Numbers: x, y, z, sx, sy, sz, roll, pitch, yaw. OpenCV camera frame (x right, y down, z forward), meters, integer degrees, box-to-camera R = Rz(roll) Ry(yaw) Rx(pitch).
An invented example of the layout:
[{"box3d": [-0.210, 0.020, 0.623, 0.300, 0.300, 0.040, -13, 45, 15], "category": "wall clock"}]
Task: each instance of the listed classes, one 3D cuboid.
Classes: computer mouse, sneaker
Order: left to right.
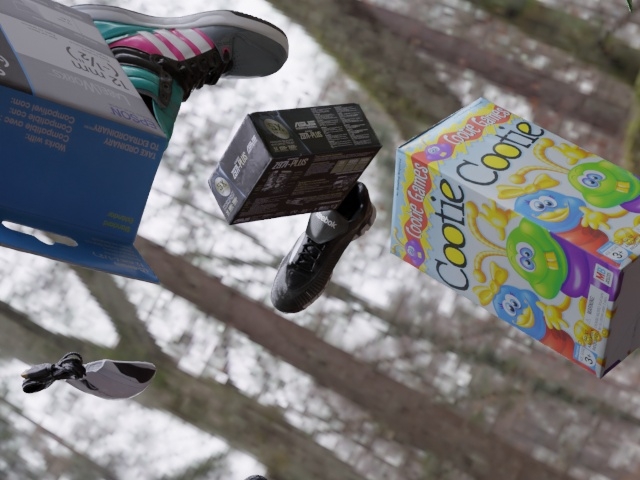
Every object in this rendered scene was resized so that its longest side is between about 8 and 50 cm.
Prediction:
[{"box3d": [-0.271, 0.172, 1.723, 0.193, 0.106, 0.042, 13, -118, -54], "category": "computer mouse"}, {"box3d": [-0.172, -0.184, 1.674, 0.296, 0.178, 0.124, 0, -32, -16], "category": "sneaker"}, {"box3d": [0.000, 0.000, 2.030, 0.234, 0.078, 0.106, -51, -19, -24], "category": "sneaker"}]

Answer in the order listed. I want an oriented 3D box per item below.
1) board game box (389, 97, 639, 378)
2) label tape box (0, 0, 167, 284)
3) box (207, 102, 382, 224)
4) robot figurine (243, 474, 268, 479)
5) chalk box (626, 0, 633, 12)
[{"box3d": [0.220, -0.009, 1.428, 0.142, 0.275, 0.144, -32, -41, -35], "category": "board game box"}, {"box3d": [-0.287, -0.125, 1.353, 0.249, 0.347, 0.115, 17, -63, -43], "category": "label tape box"}, {"box3d": [-0.035, -0.101, 1.851, 0.180, 0.077, 0.147, -10, -29, -35], "category": "box"}, {"box3d": [-0.143, 0.364, 1.451, 0.278, 0.173, 0.209, -40, -42, -19], "category": "robot figurine"}, {"box3d": [0.335, -0.369, 1.609, 0.132, 0.132, 0.213, -72, -24, -63], "category": "chalk box"}]
